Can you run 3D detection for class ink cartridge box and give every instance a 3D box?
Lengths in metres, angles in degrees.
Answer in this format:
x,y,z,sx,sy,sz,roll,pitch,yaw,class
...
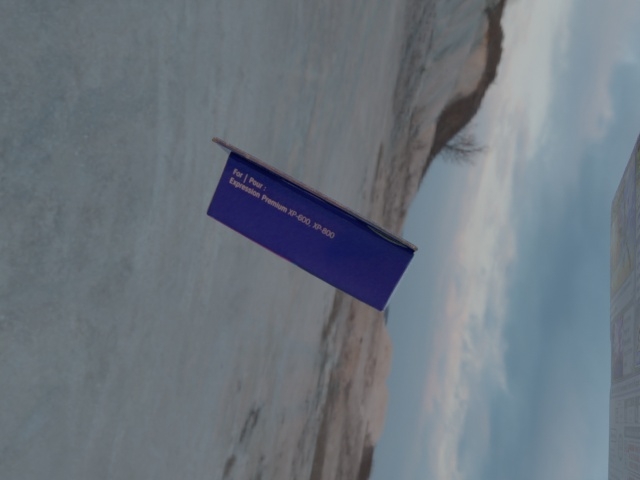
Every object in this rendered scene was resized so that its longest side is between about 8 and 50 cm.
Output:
x,y,z,sx,sy,sz,roll,pitch,yaw,class
0.000,0.000,0.685,0.069,0.175,0.371,-61,173,-3,ink cartridge box

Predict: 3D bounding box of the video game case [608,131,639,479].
x,y,z,sx,sy,sz,roll,pitch,yaw,class
0.193,0.058,0.357,0.269,0.061,0.245,41,52,-69,video game case
